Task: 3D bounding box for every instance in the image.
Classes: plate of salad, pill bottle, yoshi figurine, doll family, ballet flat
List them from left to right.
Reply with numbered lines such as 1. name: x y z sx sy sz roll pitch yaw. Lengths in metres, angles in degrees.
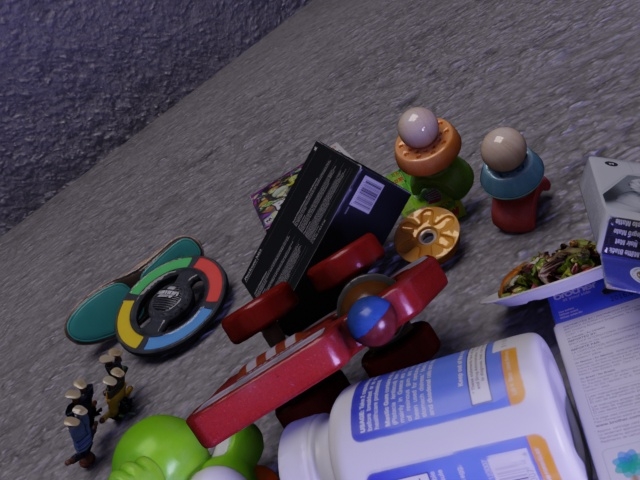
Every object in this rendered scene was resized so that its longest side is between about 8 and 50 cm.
1. doll family: -0.347 0.267 1.052 0.076 0.111 0.193 23 38 18
2. ballet flat: -0.371 0.104 1.370 0.316 0.107 0.106 -34 7 -15
3. yoshi figurine: -0.182 0.325 0.694 0.203 0.203 0.362 -23 25 31
4. pill bottle: 0.102 0.197 0.649 0.272 0.152 0.152 -21 29 21
5. plate of salad: 0.274 0.029 0.770 0.200 0.048 0.200 -19 -6 -2

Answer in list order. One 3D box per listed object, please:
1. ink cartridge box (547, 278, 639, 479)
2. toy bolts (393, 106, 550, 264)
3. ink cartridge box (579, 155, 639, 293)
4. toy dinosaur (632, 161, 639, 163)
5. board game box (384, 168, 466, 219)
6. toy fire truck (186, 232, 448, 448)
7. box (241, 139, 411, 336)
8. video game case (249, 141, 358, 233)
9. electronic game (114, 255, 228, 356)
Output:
1. ink cartridge box: 0.330 0.136 0.613 0.186 0.065 0.311 -22 31 19
2. toy bolts: 0.196 -0.083 0.957 0.228 0.158 0.218 6 59 32
3. ink cartridge box: 0.388 -0.011 0.675 0.223 0.045 0.224 9 32 8
4. toy dinosaur: 0.447 -0.069 0.850 0.211 0.064 0.112 -42 46 1
5. board game box: 0.174 -0.078 1.144 0.092 0.043 0.181 -27 28 8
6. toy fire truck: 0.011 0.115 0.758 0.302 0.169 0.254 -31 0 4
7. box: 0.000 0.000 1.015 0.261 0.103 0.184 -61 29 8
8. video game case: -0.028 -0.106 1.399 0.232 0.042 0.210 -32 26 1
9. electronic game: -0.275 0.116 1.239 0.229 0.048 0.229 -15 41 14
